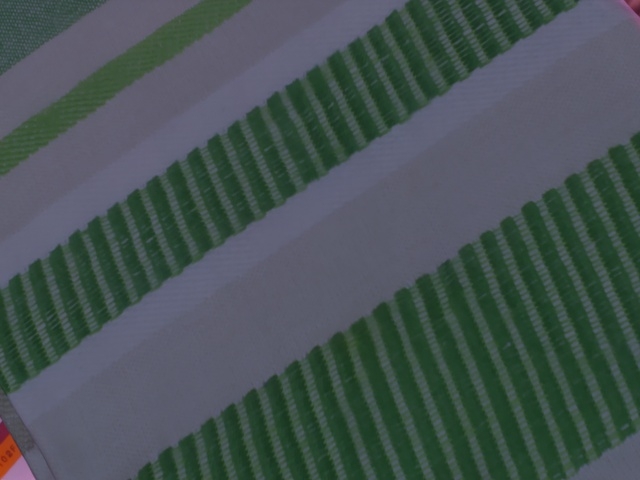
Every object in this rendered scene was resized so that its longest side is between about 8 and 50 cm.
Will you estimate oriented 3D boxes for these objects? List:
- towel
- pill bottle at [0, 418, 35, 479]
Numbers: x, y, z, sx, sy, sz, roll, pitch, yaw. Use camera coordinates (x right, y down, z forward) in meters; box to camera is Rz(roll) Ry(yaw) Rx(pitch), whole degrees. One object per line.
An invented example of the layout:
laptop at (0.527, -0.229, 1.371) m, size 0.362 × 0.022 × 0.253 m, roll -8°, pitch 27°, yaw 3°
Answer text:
towel at (0.000, 0.000, 0.602) m, size 0.248 × 0.038 × 0.325 m, roll -34°, pitch 62°, yaw 5°
pill bottle at (-0.168, 0.042, 0.670) m, size 0.086 × 0.086 × 0.152 m, roll -43°, pitch 100°, yaw 7°
